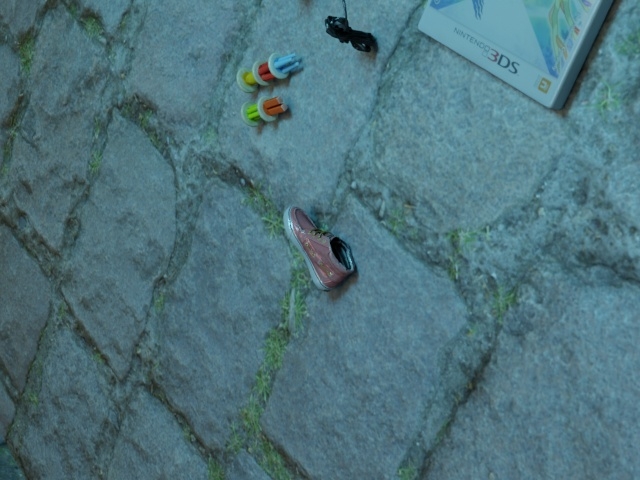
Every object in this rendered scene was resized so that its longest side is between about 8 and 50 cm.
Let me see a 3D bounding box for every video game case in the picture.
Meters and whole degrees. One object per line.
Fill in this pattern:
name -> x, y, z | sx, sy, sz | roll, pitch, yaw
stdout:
video game case -> 0.307, -0.406, 1.434 | 0.300, 0.036, 0.329 | 41, 121, 37

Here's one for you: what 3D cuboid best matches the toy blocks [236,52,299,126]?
toy blocks -> -0.093, -0.293, 1.863 | 0.148, 0.054, 0.123 | -13, 83, 47

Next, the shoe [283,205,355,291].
shoe -> 0.000, 0.000, 1.783 | 0.081, 0.063, 0.178 | -40, 70, 40

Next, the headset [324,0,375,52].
headset -> 0.107, -0.515, 1.602 | 0.243, 0.185, 0.394 | 30, 99, 38
